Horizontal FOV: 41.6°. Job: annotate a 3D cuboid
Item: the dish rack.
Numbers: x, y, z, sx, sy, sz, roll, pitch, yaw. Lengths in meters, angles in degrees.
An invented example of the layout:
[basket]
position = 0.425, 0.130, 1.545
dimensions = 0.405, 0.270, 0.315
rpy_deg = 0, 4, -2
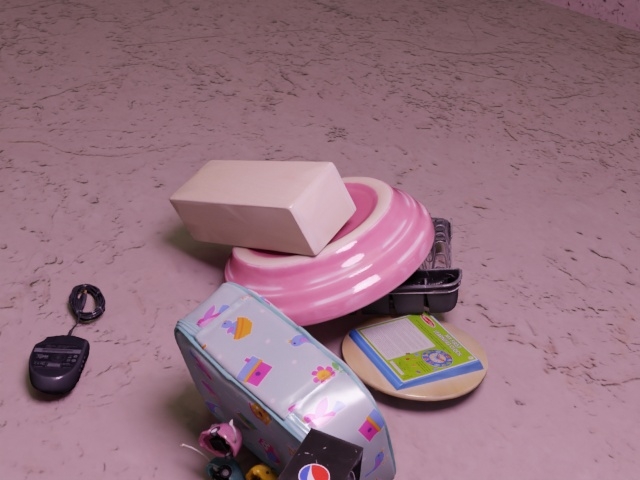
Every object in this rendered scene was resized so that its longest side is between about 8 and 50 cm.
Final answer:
[dish rack]
position = 0.117, 0.019, 1.336
dimensions = 0.208, 0.074, 0.271
rpy_deg = -1, 34, 9

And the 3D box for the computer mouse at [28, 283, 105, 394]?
[computer mouse]
position = -0.344, 0.136, 1.163
dimensions = 0.071, 0.041, 0.242
rpy_deg = 4, 28, -1

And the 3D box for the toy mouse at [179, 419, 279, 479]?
[toy mouse]
position = -0.102, 0.250, 0.961
dimensions = 0.143, 0.161, 0.031
rpy_deg = 13, 40, 37

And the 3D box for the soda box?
[soda box]
position = -0.020, 0.247, 0.743
dimensions = 0.060, 0.053, 0.169
rpy_deg = 18, 37, 19

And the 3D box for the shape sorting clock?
[shape sorting clock]
position = 0.133, 0.163, 1.192
dimensions = 0.206, 0.040, 0.206
rpy_deg = 0, 28, 0

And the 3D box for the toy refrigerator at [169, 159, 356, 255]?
[toy refrigerator]
position = -0.087, -0.049, 1.216
dimensions = 0.269, 0.094, 0.102
rpy_deg = 5, 44, 45

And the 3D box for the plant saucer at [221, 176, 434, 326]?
[plant saucer]
position = 0.000, 0.000, 1.251
dimensions = 0.332, 0.084, 0.332
rpy_deg = -17, 27, 9

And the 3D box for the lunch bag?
[lunch bag]
position = -0.041, 0.195, 0.969
dimensions = 0.108, 0.224, 0.279
rpy_deg = -37, 52, -24
